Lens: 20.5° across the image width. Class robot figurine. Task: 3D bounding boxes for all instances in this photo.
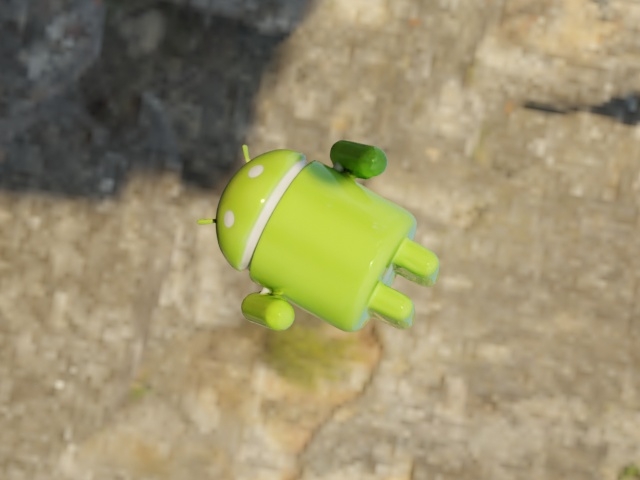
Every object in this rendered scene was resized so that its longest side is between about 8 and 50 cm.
[{"bbox_3d":[0.000,0.000,0.851,0.101,0.115,0.067,-59,170,-6],"label":"robot figurine"}]
